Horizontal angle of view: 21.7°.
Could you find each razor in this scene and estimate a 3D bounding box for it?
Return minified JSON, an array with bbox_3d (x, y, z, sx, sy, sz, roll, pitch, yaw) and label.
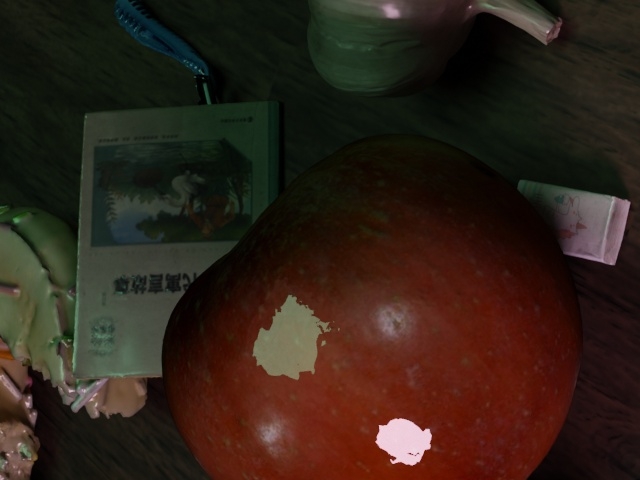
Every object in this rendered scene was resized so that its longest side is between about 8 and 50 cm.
[{"bbox_3d":[-0.162,-0.204,1.827,0.253,0.042,0.082,45,157,45],"label":"razor"}]

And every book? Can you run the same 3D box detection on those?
[{"bbox_3d":[-0.142,-0.001,1.682,0.215,0.025,0.282,-4,76,9],"label":"book"}]

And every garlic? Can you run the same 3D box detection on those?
[{"bbox_3d":[0.105,-0.219,1.438,0.212,0.218,0.218,15,94,20],"label":"garlic"}]

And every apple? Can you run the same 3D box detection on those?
[{"bbox_3d":[0.042,0.086,1.325,0.277,0.348,0.348,44,125,-4],"label":"apple"}]

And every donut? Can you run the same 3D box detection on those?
[{"bbox_3d":[-0.334,0.127,1.867,0.371,0.150,0.307,-41,55,35],"label":"donut"}]

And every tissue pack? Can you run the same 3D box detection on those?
[{"bbox_3d":[0.203,-0.016,1.378,0.108,0.023,0.056,16,94,49],"label":"tissue pack"}]
